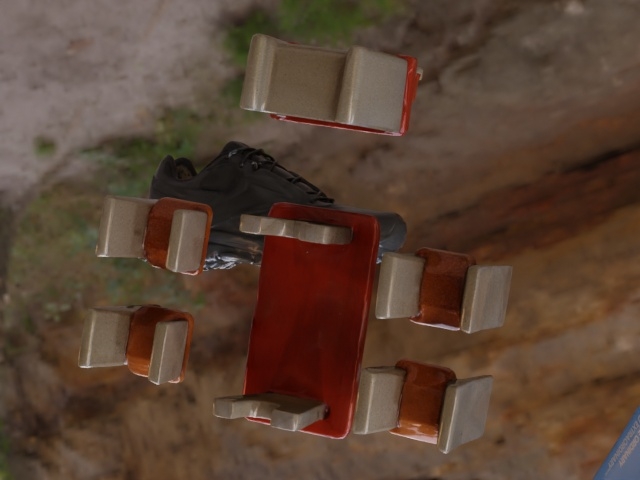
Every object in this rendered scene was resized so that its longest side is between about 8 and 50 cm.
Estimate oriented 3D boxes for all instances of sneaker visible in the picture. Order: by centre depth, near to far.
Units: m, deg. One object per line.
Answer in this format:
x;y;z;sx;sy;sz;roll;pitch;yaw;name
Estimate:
-0.053;-0.032;1.403;0.286;0.130;0.109;3;177;22;sneaker

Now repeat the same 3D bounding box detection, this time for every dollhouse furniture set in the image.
0.000;0.000;0.961;0.262;0.259;0.135;10;-177;22;dollhouse furniture set

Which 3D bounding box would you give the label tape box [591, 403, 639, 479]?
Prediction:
0.312;0.219;1.287;0.334;0.106;0.240;-28;150;-39;label tape box
